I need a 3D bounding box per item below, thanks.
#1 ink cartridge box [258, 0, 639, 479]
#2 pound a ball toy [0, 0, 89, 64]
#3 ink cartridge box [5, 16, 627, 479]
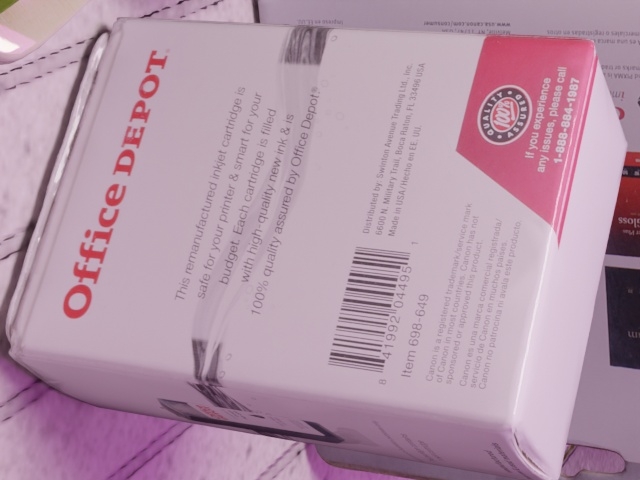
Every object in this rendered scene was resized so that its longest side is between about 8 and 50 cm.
[{"bbox_3d":[0.142,-0.009,0.799,0.130,0.309,0.272,-36,126,-55],"label":"ink cartridge box"},{"bbox_3d":[-0.007,-0.222,0.516,0.136,0.208,0.319,50,57,-19],"label":"pound a ball toy"},{"bbox_3d":[0.000,0.000,0.631,0.092,0.217,0.159,50,51,-60],"label":"ink cartridge box"}]
